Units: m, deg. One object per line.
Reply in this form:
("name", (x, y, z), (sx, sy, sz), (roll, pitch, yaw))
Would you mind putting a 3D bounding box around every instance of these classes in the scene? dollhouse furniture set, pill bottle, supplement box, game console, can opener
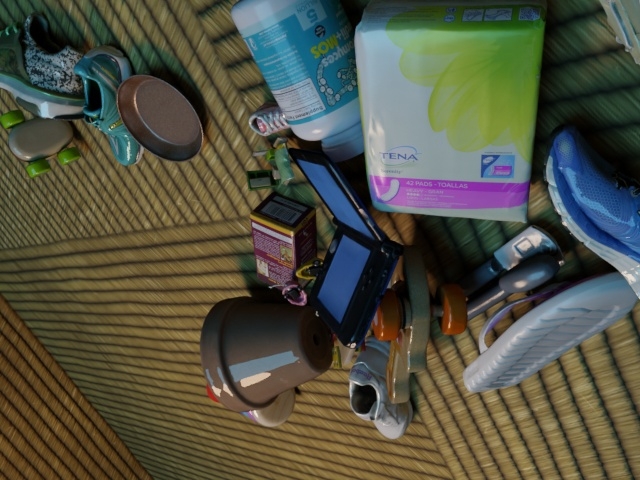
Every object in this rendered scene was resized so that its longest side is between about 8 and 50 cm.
("dollhouse furniture set", (-0.094, -0.130, 1.177), (0.151, 0.058, 0.076), (151, 110, -74))
("pill bottle", (-0.006, -0.248, 0.947), (0.146, 0.146, 0.264), (-5, 123, 45))
("supplement box", (-0.071, 0.011, 1.315), (0.104, 0.081, 0.188), (23, 139, 23))
("game console", (0.000, 0.000, 1.065), (0.173, 0.250, 0.293), (22, -176, -15))
("can opener", (0.277, 0.064, 1.046), (0.074, 0.093, 0.280), (52, 149, 7))

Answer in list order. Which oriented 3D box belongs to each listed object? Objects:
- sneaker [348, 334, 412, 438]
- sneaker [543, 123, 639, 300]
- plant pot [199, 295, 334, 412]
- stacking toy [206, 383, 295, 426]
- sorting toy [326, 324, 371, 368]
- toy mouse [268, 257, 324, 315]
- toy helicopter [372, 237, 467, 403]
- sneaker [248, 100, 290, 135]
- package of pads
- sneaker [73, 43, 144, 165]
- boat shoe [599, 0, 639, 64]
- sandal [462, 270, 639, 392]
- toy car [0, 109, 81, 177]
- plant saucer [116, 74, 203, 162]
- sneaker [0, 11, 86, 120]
("sneaker", (0.115, 0.346, 1.419), (0.114, 0.152, 0.305), (12, 135, 32))
("sneaker", (0.415, -0.032, 0.817), (0.330, 0.130, 0.147), (43, 129, -5))
("plant pot", (-0.100, 0.237, 1.465), (0.229, 0.263, 0.263), (-17, 115, 29))
("stacking toy", (-0.217, 0.428, 1.829), (0.330, 0.141, 0.141), (-8, 120, 51))
("sorting toy", (0.064, 0.167, 1.324), (0.046, 0.132, 0.274), (-3, 145, -14))
("toy mouse", (-0.017, 0.092, 1.293), (0.161, 0.031, 0.143), (-14, 131, 0))
("toy helicopter", (0.143, 0.154, 1.175), (0.140, 0.235, 0.355), (-5, 131, -7))
("sneaker", (-0.064, -0.204, 1.107), (0.134, 0.070, 0.051), (8, 129, 36))
("package of pads", (0.167, -0.167, 0.865), (0.229, 0.101, 0.296), (6, 131, 17))
("sneaker", (-0.443, -0.268, 1.360), (0.107, 0.110, 0.275), (22, 139, 25))
("boat shoe", (0.351, -0.243, 0.679), (0.094, 0.109, 0.302), (-1, 118, 62))
("sandal", (0.330, 0.137, 1.047), (0.416, 0.169, 0.102), (119, 141, -53))
("toy car", (-0.693, -0.237, 1.609), (0.188, 0.149, 0.155), (-10, 108, 60))
("plant saucer", (-0.312, -0.246, 1.302), (0.198, 0.036, 0.198), (16, 136, 16))
("sneaker", (-0.635, -0.410, 1.417), (0.410, 0.158, 0.182), (30, 111, 20))
